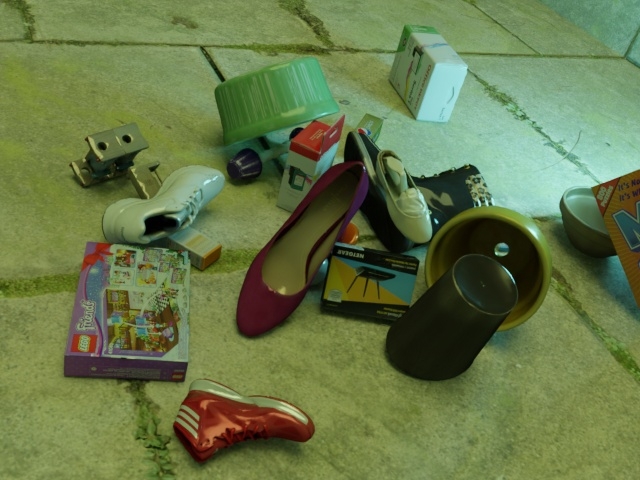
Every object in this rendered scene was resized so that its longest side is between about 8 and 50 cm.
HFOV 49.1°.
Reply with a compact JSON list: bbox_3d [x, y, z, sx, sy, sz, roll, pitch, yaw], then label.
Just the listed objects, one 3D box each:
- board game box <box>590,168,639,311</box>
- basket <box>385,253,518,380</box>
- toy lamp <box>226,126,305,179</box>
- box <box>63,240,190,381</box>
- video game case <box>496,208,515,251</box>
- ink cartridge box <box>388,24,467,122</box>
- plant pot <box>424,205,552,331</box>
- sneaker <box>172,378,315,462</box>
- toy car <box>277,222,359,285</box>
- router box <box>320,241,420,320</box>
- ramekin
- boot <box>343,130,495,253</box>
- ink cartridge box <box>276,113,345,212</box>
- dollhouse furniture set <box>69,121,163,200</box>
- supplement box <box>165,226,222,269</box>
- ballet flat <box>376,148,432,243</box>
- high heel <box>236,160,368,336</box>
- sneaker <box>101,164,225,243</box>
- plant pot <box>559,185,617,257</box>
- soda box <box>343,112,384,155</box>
[{"bbox_3d":[0.921,-0.046,1.596,0.356,0.356,0.357,-17,85,-36],"label":"board game box"},{"bbox_3d":[0.255,0.140,1.305,0.204,0.227,0.154,-7,57,-27],"label":"basket"},{"bbox_3d":[-0.129,-0.219,1.771,0.080,0.080,0.274,32,40,20],"label":"toy lamp"},{"bbox_3d":[-0.340,0.122,1.274,0.200,0.057,0.293,6,38,-14],"label":"box"},{"bbox_3d":[0.480,-0.028,1.805,0.119,0.015,0.166,3,39,-17],"label":"video game case"},{"bbox_3d":[0.337,-0.536,2.246,0.117,0.201,0.278,0,40,-20],"label":"ink cartridge box"},{"bbox_3d":[0.374,0.040,1.509,0.254,0.254,0.239,28,23,15],"label":"plant pot"},{"bbox_3d":[-0.128,0.310,1.110,0.221,0.087,0.128,12,44,14],"label":"sneaker"},{"bbox_3d":[0.000,0.000,1.490,0.181,0.136,0.159,-7,43,-28],"label":"toy car"},{"bbox_3d":[0.099,0.084,1.421,0.178,0.133,0.046,10,9,-7],"label":"router box"},{"bbox_3d":[-0.117,-0.349,1.751,0.303,0.148,0.303,-17,9,3],"label":"ramekin"},{"bbox_3d":[0.236,-0.139,1.729,0.284,0.138,0.377,-10,47,-19],"label":"boot"},{"bbox_3d":[-0.023,-0.188,1.643,0.078,0.231,0.134,25,37,11],"label":"ink cartridge box"},{"bbox_3d":[-0.438,-0.137,1.547,0.129,0.129,0.184,-27,84,-42],"label":"dollhouse furniture set"},{"bbox_3d":[-0.263,0.014,1.457,0.098,0.036,0.062,29,38,17],"label":"supplement box"},{"bbox_3d":[0.183,-0.106,1.558,0.086,0.086,0.249,-5,52,-25],"label":"ballet flat"},{"bbox_3d":[-0.040,0.008,1.316,0.127,0.181,0.377,30,72,-1],"label":"high heel"},{"bbox_3d":[-0.302,-0.064,1.462,0.129,0.111,0.297,17,41,37],"label":"sneaker"},{"bbox_3d":[0.721,-0.031,1.820,0.237,0.110,0.237,11,36,-8],"label":"plant pot"},{"bbox_3d":[0.124,-0.291,1.970,0.058,0.061,0.181,21,37,7],"label":"soda box"}]
